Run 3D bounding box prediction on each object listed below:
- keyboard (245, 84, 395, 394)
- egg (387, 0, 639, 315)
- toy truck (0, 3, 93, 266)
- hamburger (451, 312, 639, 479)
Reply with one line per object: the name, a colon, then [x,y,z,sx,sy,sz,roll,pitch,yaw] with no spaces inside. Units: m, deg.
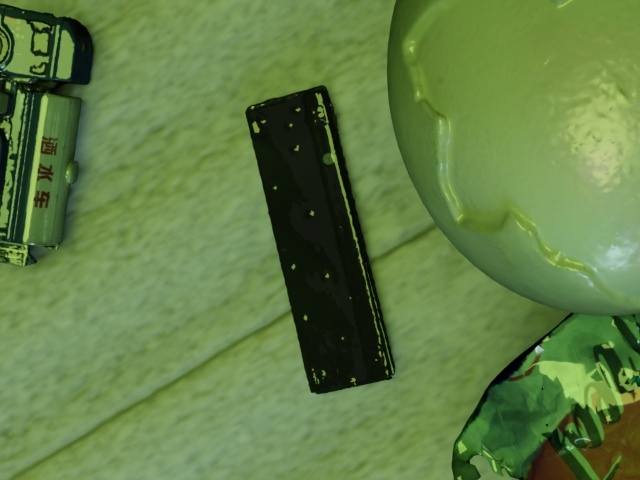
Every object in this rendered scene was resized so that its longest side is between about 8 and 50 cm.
keyboard: [0.000,0.000,1.089,0.072,0.023,0.231,-14,88,20]
egg: [0.180,-0.101,0.875,0.278,0.336,0.278,2,135,2]
toy truck: [-0.232,-0.081,1.112,0.088,0.074,0.202,9,94,8]
hamburger: [0.252,0.138,0.986,0.260,0.150,0.276,-34,100,29]
